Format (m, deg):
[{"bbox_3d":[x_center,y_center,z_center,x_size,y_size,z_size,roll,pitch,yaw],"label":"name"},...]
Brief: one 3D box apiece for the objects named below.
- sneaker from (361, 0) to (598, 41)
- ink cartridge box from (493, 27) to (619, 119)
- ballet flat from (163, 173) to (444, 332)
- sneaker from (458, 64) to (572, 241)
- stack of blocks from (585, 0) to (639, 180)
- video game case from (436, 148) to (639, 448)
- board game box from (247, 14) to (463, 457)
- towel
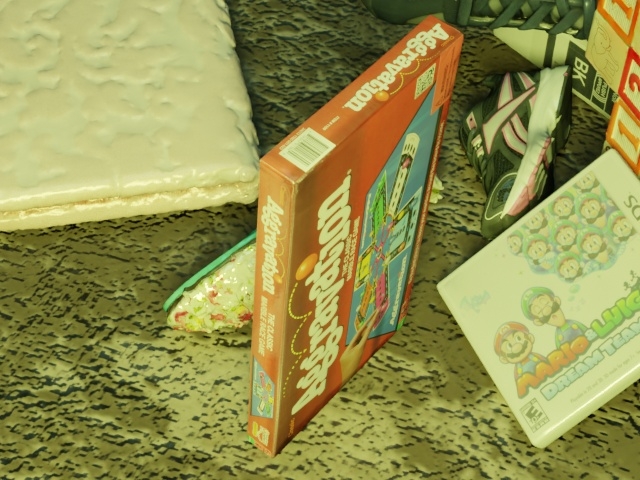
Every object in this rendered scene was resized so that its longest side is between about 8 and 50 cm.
[{"bbox_3d":[0.190,-0.193,1.050,0.318,0.112,0.131,-13,68,-1],"label":"sneaker"},{"bbox_3d":[0.310,-0.132,1.106,0.165,0.065,0.332,-32,57,-25],"label":"ink cartridge box"},{"bbox_3d":[0.000,0.000,0.982,0.241,0.091,0.077,-41,84,-25],"label":"ballet flat"},{"bbox_3d":[0.138,-0.063,1.053,0.077,0.072,0.178,5,41,19],"label":"sneaker"},{"bbox_3d":[0.256,-0.095,0.921,0.087,0.297,0.171,-18,52,-16],"label":"stack of blocks"},{"bbox_3d":[0.171,0.037,0.937,0.157,0.019,0.143,-39,54,14],"label":"video game case"},{"bbox_3d":[0.015,0.009,0.840,0.027,0.281,0.145,36,58,21],"label":"board game box"},{"bbox_3d":[-0.222,-0.137,1.106,0.316,0.053,0.332,-8,51,-7],"label":"towel"}]
